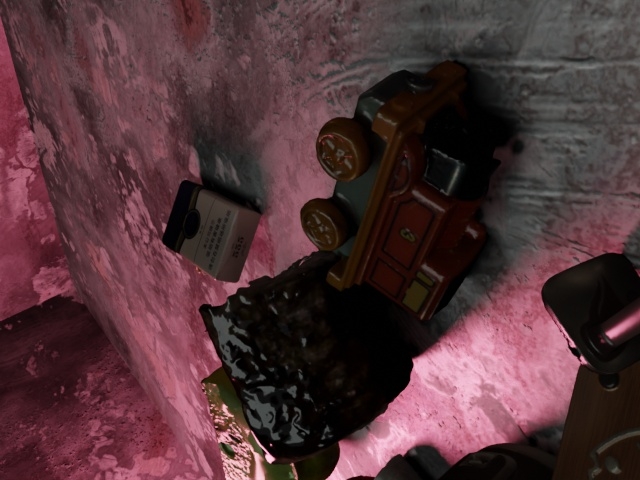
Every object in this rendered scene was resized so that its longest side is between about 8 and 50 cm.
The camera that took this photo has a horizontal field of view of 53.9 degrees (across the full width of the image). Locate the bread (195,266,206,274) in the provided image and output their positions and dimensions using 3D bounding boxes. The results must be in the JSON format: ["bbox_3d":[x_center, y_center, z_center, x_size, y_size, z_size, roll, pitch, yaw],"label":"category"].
[{"bbox_3d":[-0.270,0.023,1.535,0.106,0.082,0.125,61,147,7],"label":"bread"}]

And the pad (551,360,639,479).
[{"bbox_3d":[0.378,0.276,0.660,0.284,0.018,0.286,13,88,52],"label":"pad"}]

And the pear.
[{"bbox_3d":[-0.092,0.458,1.496,0.318,0.238,0.342,9,117,40],"label":"pear"}]

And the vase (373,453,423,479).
[{"bbox_3d":[0.207,0.524,1.214,0.219,0.096,0.096,36,141,32],"label":"vase"}]

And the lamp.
[{"bbox_3d":[0.312,-0.014,0.588,0.203,0.124,0.283,61,149,22],"label":"lamp"}]

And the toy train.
[{"bbox_3d":[0.111,-0.046,0.831,0.231,0.163,0.369,36,142,17],"label":"toy train"}]

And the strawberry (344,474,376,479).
[{"bbox_3d":[0.107,0.636,1.320,0.257,0.257,0.277,94,158,-43],"label":"strawberry"}]

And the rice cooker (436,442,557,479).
[{"bbox_3d":[0.248,0.487,0.883,0.335,0.325,0.335,37,142,36],"label":"rice cooker"}]

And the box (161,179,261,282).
[{"bbox_3d":[-0.252,-0.025,1.413,0.259,0.071,0.168,24,98,45],"label":"box"}]

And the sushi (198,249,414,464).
[{"bbox_3d":[-0.015,0.180,1.059,0.294,0.299,0.281,62,169,4],"label":"sushi"}]

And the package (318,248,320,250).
[{"bbox_3d":[0.000,0.000,1.161,0.059,0.029,0.083,48,159,9],"label":"package"}]
